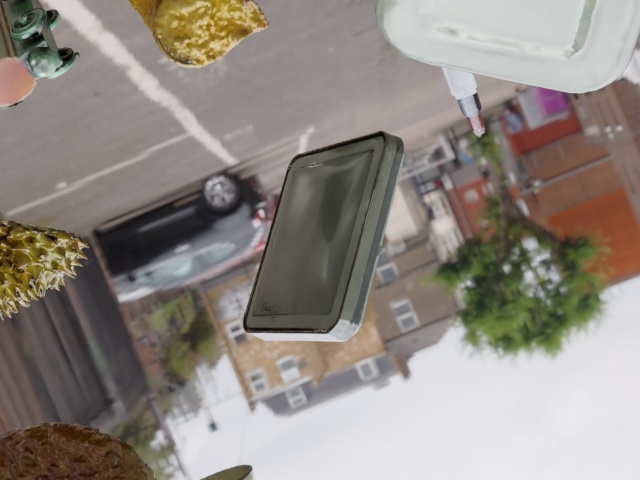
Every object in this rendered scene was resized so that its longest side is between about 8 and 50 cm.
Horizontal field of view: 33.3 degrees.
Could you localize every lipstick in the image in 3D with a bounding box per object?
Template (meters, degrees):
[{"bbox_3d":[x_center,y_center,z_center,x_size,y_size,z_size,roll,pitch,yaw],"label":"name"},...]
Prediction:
[{"bbox_3d":[0.127,-0.129,0.933,0.025,0.107,0.025,-19,-134,11],"label":"lipstick"}]

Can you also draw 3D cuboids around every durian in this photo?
[{"bbox_3d":[-0.390,0.034,1.286,0.183,0.138,0.249,27,158,-30],"label":"durian"}]

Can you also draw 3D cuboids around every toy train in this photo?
[{"bbox_3d":[-0.511,-0.328,1.762,0.177,0.116,0.285,-33,-138,1],"label":"toy train"}]

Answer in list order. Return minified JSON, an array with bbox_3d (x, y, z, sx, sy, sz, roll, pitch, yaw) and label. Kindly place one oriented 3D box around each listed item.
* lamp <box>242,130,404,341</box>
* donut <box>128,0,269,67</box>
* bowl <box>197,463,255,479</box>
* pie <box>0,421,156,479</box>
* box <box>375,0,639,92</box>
[{"bbox_3d":[0.000,0.000,1.399,0.047,0.269,0.266,21,166,-25],"label":"lamp"},{"bbox_3d":[-0.293,-0.467,1.680,0.163,0.378,0.435,-42,140,4],"label":"donut"},{"bbox_3d":[-0.171,0.407,1.430,0.237,0.126,0.238,-27,179,-1],"label":"bowl"},{"bbox_3d":[-0.325,0.345,1.240,0.315,0.315,0.092,-23,143,2],"label":"pie"},{"bbox_3d":[0.151,-0.325,0.620,0.177,0.352,0.344,14,-128,8],"label":"box"}]
